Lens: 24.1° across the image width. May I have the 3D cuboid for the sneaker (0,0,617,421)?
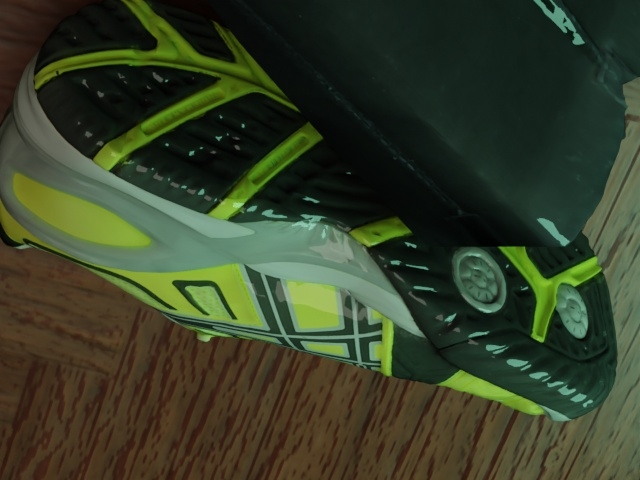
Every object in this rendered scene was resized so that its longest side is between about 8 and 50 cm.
[{"bbox_3d":[0.000,0.000,0.833,0.385,0.145,0.147,27,140,-22],"label":"sneaker"}]

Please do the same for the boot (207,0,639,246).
[{"bbox_3d":[0.040,-0.256,0.676,0.445,0.146,0.367,41,76,-31],"label":"boot"}]
